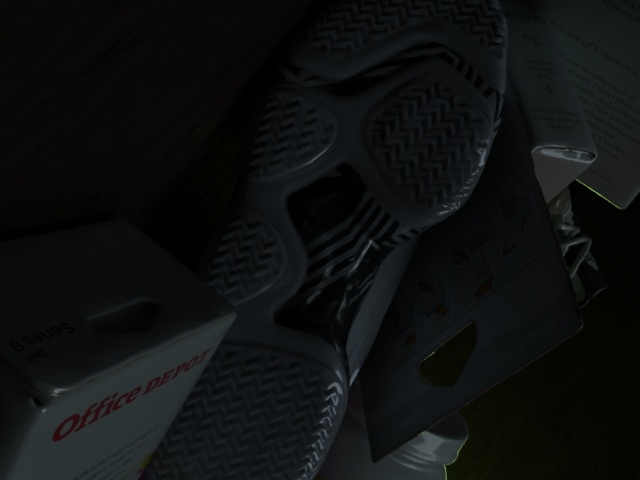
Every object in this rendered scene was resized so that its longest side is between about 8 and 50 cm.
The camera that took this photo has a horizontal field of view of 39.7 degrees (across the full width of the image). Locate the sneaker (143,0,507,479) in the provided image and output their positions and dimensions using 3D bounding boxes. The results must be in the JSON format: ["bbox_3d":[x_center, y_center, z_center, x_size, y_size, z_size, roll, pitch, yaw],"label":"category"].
[{"bbox_3d":[0.000,0.000,0.603,0.210,0.137,0.366,109,7,-86],"label":"sneaker"}]

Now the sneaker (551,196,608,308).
[{"bbox_3d":[0.365,-0.057,1.347,0.169,0.257,0.447,-28,151,-59],"label":"sneaker"}]

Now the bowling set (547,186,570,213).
[{"bbox_3d":[0.237,-0.121,1.107,0.287,0.154,0.200,-45,145,-26],"label":"bowling set"}]

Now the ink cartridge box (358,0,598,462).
[{"bbox_3d":[0.097,0.006,0.645,0.060,0.239,0.275,2,151,-24],"label":"ink cartridge box"}]

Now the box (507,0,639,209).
[{"bbox_3d":[0.224,-0.222,0.608,0.168,0.215,0.345,-46,164,-29],"label":"box"}]

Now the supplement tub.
[{"bbox_3d":[-0.005,0.294,1.037,0.331,0.241,0.241,-56,166,11],"label":"supplement tub"}]

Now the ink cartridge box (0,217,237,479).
[{"bbox_3d":[-0.152,0.104,0.430,0.212,0.093,0.154,-57,166,21],"label":"ink cartridge box"}]

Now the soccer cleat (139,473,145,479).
[{"bbox_3d":[-0.107,0.206,0.846,0.248,0.083,0.095,-48,169,-31],"label":"soccer cleat"}]
